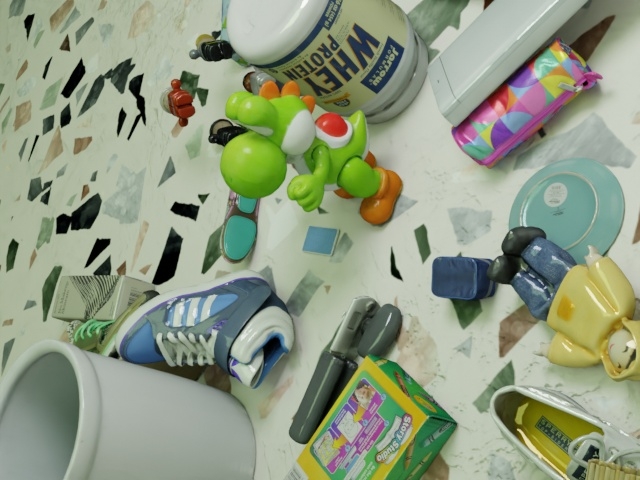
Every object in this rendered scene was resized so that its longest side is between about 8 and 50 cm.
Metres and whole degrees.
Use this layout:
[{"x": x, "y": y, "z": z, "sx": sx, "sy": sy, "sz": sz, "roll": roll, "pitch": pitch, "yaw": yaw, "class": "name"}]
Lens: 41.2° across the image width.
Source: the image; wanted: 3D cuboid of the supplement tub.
[{"x": 0.020, "y": -0.364, "z": 1.530, "sx": 0.235, "sy": 0.325, "sz": 0.235, "roll": -20, "pitch": 59, "yaw": 38, "class": "supplement tub"}]

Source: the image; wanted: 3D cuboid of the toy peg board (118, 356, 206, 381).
[{"x": -0.332, "y": 0.241, "z": 1.740, "sx": 0.161, "sy": 0.161, "sz": 0.079, "roll": -55, "pitch": 28, "yaw": 11, "class": "toy peg board"}]

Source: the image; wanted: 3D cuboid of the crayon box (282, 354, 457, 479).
[{"x": 0.069, "y": 0.342, "z": 1.344, "sx": 0.278, "sy": 0.081, "sz": 0.165, "roll": -57, "pitch": 44, "yaw": 9, "class": "crayon box"}]

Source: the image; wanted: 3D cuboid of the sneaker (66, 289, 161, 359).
[{"x": -0.483, "y": 0.226, "z": 1.825, "sx": 0.182, "sy": 0.158, "sz": 0.410, "roll": 50, "pitch": 116, "yaw": 18, "class": "sneaker"}]

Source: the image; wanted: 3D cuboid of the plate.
[{"x": 0.359, "y": -0.040, "z": 1.274, "sx": 0.188, "sy": 0.024, "sz": 0.188, "roll": -20, "pitch": 59, "yaw": 39, "class": "plate"}]

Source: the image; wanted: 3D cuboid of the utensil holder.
[{"x": -0.358, "y": 0.378, "z": 1.526, "sx": 0.328, "sy": 0.386, "sz": 0.327, "roll": -19, "pitch": 60, "yaw": 37, "class": "utensil holder"}]

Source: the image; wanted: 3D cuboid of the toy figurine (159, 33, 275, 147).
[{"x": -0.216, "y": -0.317, "z": 1.833, "sx": 0.209, "sy": 0.213, "sz": 0.148, "roll": -60, "pitch": 27, "yaw": 2, "class": "toy figurine"}]

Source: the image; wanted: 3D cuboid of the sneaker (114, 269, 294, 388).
[{"x": -0.206, "y": 0.194, "z": 1.567, "sx": 0.323, "sy": 0.130, "sz": 0.236, "roll": -23, "pitch": 41, "yaw": -9, "class": "sneaker"}]

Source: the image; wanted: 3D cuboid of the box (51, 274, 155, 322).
[{"x": -0.512, "y": 0.143, "z": 1.996, "sx": 0.275, "sy": 0.094, "sz": 0.113, "roll": -4, "pitch": 70, "yaw": 43, "class": "box"}]

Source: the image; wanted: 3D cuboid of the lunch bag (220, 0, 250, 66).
[{"x": -0.143, "y": -0.521, "z": 1.938, "sx": 0.176, "sy": 0.090, "sz": 0.218, "roll": -14, "pitch": 64, "yaw": 37, "class": "lunch bag"}]

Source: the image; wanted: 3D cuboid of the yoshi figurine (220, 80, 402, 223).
[{"x": -0.038, "y": -0.122, "z": 1.452, "sx": 0.204, "sy": 0.362, "sz": 0.202, "roll": -21, "pitch": 59, "yaw": 37, "class": "yoshi figurine"}]

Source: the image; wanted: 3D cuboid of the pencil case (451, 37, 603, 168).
[{"x": 0.318, "y": -0.213, "z": 1.339, "sx": 0.236, "sy": 0.104, "sz": 0.104, "roll": -41, "pitch": 48, "yaw": 27, "class": "pencil case"}]

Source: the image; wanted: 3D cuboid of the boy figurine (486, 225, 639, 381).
[{"x": 0.351, "y": 0.102, "z": 1.159, "sx": 0.285, "sy": 0.092, "sz": 0.177, "roll": 51, "pitch": 124, "yaw": 44, "class": "boy figurine"}]

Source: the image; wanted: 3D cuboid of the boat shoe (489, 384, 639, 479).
[{"x": 0.348, "y": 0.281, "z": 1.042, "sx": 0.367, "sy": 0.156, "sz": 0.135, "roll": 38, "pitch": 101, "yaw": 47, "class": "boat shoe"}]

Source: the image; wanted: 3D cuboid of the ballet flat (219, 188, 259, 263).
[{"x": -0.171, "y": -0.045, "z": 1.771, "sx": 0.079, "sy": 0.077, "sz": 0.221, "roll": -31, "pitch": 45, "yaw": 55, "class": "ballet flat"}]

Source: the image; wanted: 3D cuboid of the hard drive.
[{"x": 0.319, "y": -0.357, "z": 1.371, "sx": 0.353, "sy": 0.047, "sz": 0.233, "roll": -44, "pitch": 20, "yaw": 22, "class": "hard drive"}]

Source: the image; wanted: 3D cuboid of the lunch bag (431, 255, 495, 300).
[{"x": 0.223, "y": 0.059, "z": 1.334, "sx": 0.098, "sy": 0.065, "sz": 0.067, "roll": 5, "pitch": 91, "yaw": 44, "class": "lunch bag"}]

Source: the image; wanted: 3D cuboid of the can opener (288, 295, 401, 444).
[{"x": 0.036, "y": 0.222, "z": 1.437, "sx": 0.093, "sy": 0.074, "sz": 0.280, "roll": 31, "pitch": 95, "yaw": 46, "class": "can opener"}]

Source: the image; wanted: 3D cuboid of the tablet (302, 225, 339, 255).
[{"x": 0.000, "y": 0.000, "z": 1.621, "sx": 0.083, "sy": 0.006, "sz": 0.054, "roll": 8, "pitch": 78, "yaw": 47, "class": "tablet"}]

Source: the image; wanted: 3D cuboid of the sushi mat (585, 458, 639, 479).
[{"x": 0.361, "y": 0.413, "z": 0.967, "sx": 0.152, "sy": 0.019, "sz": 0.316, "roll": 8, "pitch": 98, "yaw": 23, "class": "sushi mat"}]
